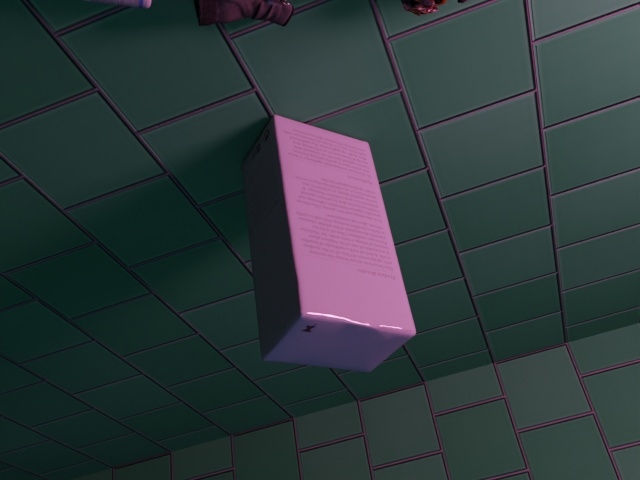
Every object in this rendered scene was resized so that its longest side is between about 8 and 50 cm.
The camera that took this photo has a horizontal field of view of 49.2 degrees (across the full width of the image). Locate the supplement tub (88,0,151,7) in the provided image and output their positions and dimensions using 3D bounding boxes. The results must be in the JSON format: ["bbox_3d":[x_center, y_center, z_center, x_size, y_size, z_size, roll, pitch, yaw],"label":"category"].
[{"bbox_3d":[-0.304,-0.385,1.033,0.107,0.071,0.071,2,143,-17],"label":"supplement tub"}]

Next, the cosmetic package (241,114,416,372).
[{"bbox_3d":[0.000,0.000,1.308,0.230,0.453,0.161,13,138,-27],"label":"cosmetic package"}]

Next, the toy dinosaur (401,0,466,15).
[{"bbox_3d":[0.260,-0.458,1.050,0.322,0.164,0.218,-40,153,9],"label":"toy dinosaur"}]

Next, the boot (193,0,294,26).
[{"bbox_3d":[-0.105,-0.424,1.038,0.161,0.083,0.246,-8,150,-15],"label":"boot"}]
